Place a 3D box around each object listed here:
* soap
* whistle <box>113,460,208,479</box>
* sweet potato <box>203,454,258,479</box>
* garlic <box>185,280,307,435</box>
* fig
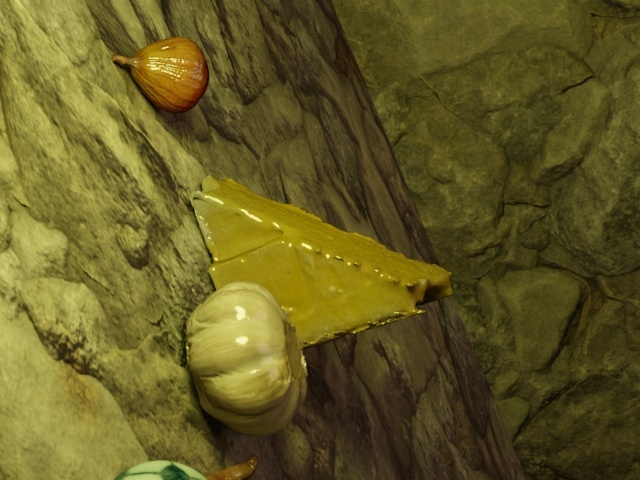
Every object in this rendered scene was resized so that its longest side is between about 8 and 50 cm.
[{"bbox_3d":[0.000,0.000,2.079,0.169,0.338,0.304,-39,110,-74],"label":"soap"},{"bbox_3d":[-0.166,0.337,1.516,0.290,0.163,0.163,46,29,-52],"label":"whistle"},{"bbox_3d":[-0.138,0.328,1.784,0.214,0.050,0.050,-12,83,-71],"label":"sweet potato"},{"bbox_3d":[-0.108,0.166,1.883,0.228,0.152,0.228,-20,90,-81],"label":"garlic"},{"bbox_3d":[-0.246,-0.248,2.049,0.119,0.153,0.119,43,-38,47],"label":"fig"}]
